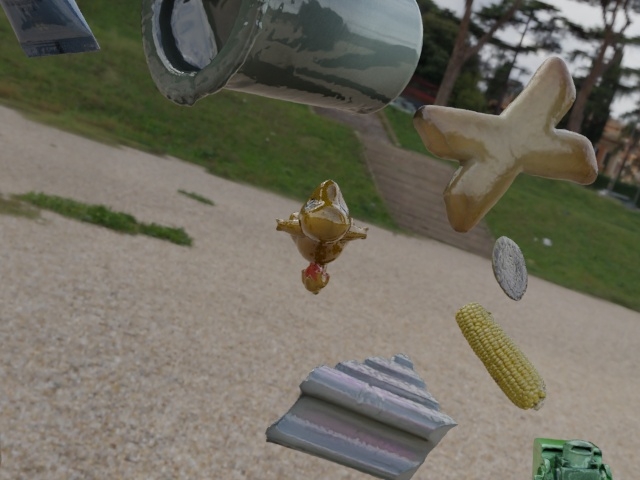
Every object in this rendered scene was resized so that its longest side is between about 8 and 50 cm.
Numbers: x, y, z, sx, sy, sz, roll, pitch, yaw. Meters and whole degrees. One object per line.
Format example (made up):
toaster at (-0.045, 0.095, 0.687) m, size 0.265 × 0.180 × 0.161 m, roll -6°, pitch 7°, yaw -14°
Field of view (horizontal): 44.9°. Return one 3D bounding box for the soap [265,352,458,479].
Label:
soap at (0.047, 0.275, 1.367) m, size 0.302 × 0.159 × 0.258 m, roll 26°, pitch 14°, yaw -19°

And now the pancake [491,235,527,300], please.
pancake at (0.329, 0.048, 1.338) m, size 0.115 × 0.115 × 0.011 m, roll 14°, pitch -20°, yaw -42°

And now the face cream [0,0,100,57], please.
face cream at (-0.431, -0.420, 1.038) m, size 0.135 × 0.385 × 0.086 m, roll 1°, pitch 43°, yaw 21°

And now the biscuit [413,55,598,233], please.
biscuit at (0.229, -0.115, 0.933) m, size 0.208 × 0.164 × 0.047 m, roll -22°, pitch 8°, yaw -11°

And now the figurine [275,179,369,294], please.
figurine at (0.000, 0.003, 0.965) m, size 0.121 × 0.122 × 0.176 m, roll 8°, pitch -16°, yaw -1°

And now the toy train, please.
toy train at (0.407, 0.443, 1.268) m, size 0.132 × 0.243 × 0.188 m, roll 3°, pitch -6°, yaw 7°

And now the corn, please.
corn at (0.296, 0.189, 1.271) m, size 0.206 × 0.067 × 0.067 m, roll 56°, pitch 21°, yaw 20°

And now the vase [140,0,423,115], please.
vase at (-0.035, -0.267, 0.931) m, size 0.291 × 0.245 × 0.245 m, roll 2°, pitch 17°, yaw -44°
